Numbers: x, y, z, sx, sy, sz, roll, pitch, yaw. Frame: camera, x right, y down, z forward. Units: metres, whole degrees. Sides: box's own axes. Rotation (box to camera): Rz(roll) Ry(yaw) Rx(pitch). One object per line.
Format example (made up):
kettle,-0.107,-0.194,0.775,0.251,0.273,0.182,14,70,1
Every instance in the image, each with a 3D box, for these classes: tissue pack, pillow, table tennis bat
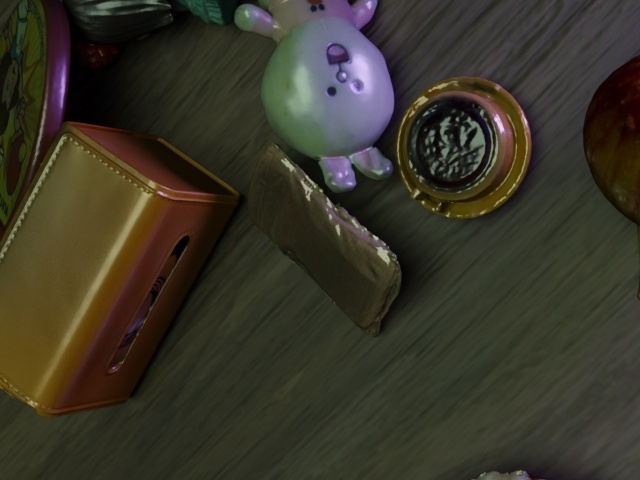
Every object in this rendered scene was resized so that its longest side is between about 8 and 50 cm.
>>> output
tissue pack,-0.232,0.031,1.407,0.145,0.194,0.274,34,103,21
pillow,0.000,-0.002,1.358,0.211,0.034,0.135,46,149,18
table tennis bat,-0.351,-0.073,1.480,0.268,0.051,0.414,39,115,58

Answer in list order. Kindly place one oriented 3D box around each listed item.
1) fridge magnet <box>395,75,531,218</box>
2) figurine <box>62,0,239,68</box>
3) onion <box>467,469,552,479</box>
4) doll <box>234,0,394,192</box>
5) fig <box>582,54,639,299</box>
fridge magnet,0.138,-0.092,1.316,0.143,0.063,0.143,0,90,27
figurine,-0.169,-0.270,1.438,0.246,0.110,0.137,-7,97,17
onion,0.177,0.303,1.264,0.206,0.098,0.151,-3,62,30
doll,0.002,-0.185,1.350,0.155,0.113,0.275,-14,92,-20
fig,0.313,-0.070,1.206,0.175,0.207,0.175,2,59,-3
